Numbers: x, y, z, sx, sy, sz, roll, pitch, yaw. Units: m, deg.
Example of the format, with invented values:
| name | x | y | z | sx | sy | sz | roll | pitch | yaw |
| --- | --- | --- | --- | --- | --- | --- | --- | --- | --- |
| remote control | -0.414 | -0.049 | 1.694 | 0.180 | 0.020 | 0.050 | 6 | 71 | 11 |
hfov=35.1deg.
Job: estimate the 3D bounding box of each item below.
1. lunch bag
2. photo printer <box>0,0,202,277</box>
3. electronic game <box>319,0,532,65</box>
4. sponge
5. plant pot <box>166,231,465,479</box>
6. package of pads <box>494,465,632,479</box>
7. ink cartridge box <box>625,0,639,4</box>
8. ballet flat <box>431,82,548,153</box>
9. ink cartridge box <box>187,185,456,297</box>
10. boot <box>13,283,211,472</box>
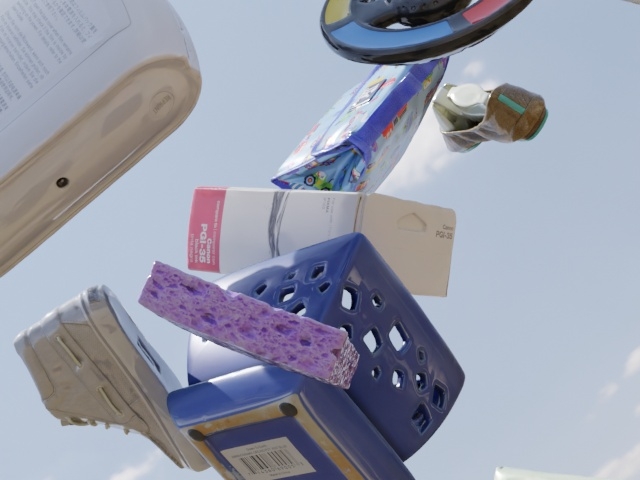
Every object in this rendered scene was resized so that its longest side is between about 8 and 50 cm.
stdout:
| name | x | y | z | sx | sy | sz | roll | pitch | yaw |
| --- | --- | --- | --- | --- | --- | --- | --- | --- | --- |
| lunch bag | 0.080 | -0.163 | 1.465 | 0.221 | 0.138 | 0.293 | -51 | 5 | -25 |
| photo printer | -0.270 | -0.139 | 0.965 | 0.307 | 0.256 | 0.107 | -41 | -37 | 0 |
| electronic game | 0.107 | -0.245 | 0.989 | 0.229 | 0.229 | 0.048 | -34 | -52 | -11 |
| sponge | -0.036 | 0.062 | 0.654 | 0.210 | 0.117 | 0.031 | 67 | -138 | -79 |
| plant pot | -0.012 | 0.164 | 1.097 | 0.236 | 0.236 | 0.212 | -20 | 29 | 34 |
| package of pads | 0.307 | 0.445 | 1.277 | 0.101 | 0.229 | 0.296 | 33 | -116 | -36 |
| ink cartridge box | 0.445 | -0.430 | 1.421 | 0.233 | 0.066 | 0.189 | 4 | -70 | -6 |
| ballet flat | 0.262 | -0.220 | 1.732 | 0.116 | 0.124 | 0.342 | -60 | 14 | -3 |
| ink cartridge box | 0.000 | 0.000 | 1.295 | 0.207 | 0.283 | 0.117 | 8 | -92 | -49 |
| boot | -0.230 | 0.177 | 1.128 | 0.123 | 0.095 | 0.258 | -29 | -70 | 2 |
